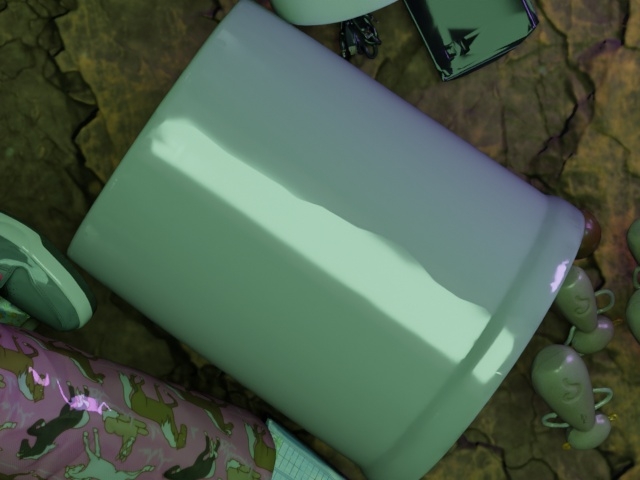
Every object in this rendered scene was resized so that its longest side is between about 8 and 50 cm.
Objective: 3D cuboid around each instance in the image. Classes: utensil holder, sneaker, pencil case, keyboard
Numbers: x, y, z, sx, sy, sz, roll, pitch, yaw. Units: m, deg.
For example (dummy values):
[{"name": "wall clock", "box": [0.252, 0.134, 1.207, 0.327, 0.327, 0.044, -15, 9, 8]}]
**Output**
[{"name": "utensil holder", "box": [0.000, 0.000, 1.728, 0.385, 0.327, 0.327, 34, 90, -3]}, {"name": "sneaker", "box": [-0.369, 0.033, 1.682, 0.295, 0.124, 0.178, 35, 62, -1]}, {"name": "pencil case", "box": [-0.224, 0.185, 1.706, 0.386, 0.160, 0.167, 26, 102, -42]}, {"name": "keyboard", "box": [0.075, -0.309, 1.860, 0.202, 0.033, 0.317, -26, 94, -4]}]

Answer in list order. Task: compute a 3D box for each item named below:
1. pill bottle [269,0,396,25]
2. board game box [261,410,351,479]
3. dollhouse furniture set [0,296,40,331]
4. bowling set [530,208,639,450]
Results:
[{"name": "pill bottle", "box": [-0.029, -0.411, 1.667, 0.224, 0.224, 0.392, -26, 118, -3]}, {"name": "board game box", "box": [-0.012, 0.306, 1.867, 0.194, 0.060, 0.194, 26, 90, -5]}, {"name": "dollhouse furniture set", "box": [-0.428, 0.083, 1.768, 0.242, 0.161, 0.212, -44, 95, -2]}, {"name": "bowling set", "box": [0.324, 0.060, 1.860, 0.287, 0.200, 0.154, -28, 135, 5]}]
